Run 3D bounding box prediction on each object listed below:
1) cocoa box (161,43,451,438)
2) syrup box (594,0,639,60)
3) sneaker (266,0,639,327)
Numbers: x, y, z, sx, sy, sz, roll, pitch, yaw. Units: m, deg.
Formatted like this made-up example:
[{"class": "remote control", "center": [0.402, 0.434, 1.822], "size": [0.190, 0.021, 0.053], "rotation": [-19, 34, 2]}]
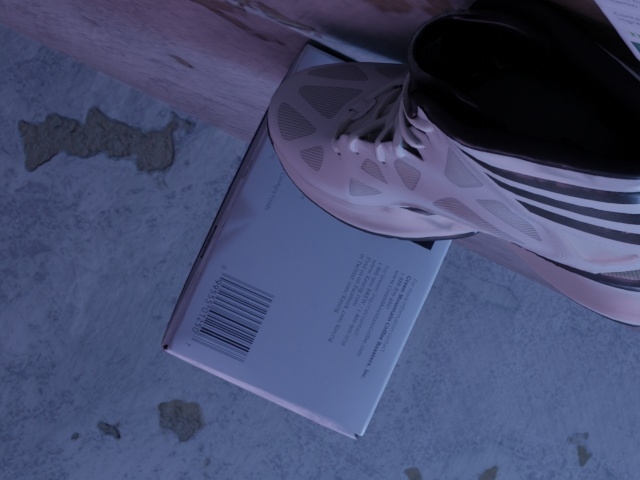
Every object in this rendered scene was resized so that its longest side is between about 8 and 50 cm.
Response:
[{"class": "cocoa box", "center": [0.000, 0.000, 1.177], "size": [0.231, 0.347, 0.228], "rotation": [25, 178, -7]}, {"class": "syrup box", "center": [0.114, -0.131, 0.310], "size": [0.093, 0.096, 0.237], "rotation": [23, 178, 38]}, {"class": "sneaker", "center": [0.093, -0.109, 0.812], "size": [0.447, 0.169, 0.257], "rotation": [23, 162, 39]}]
